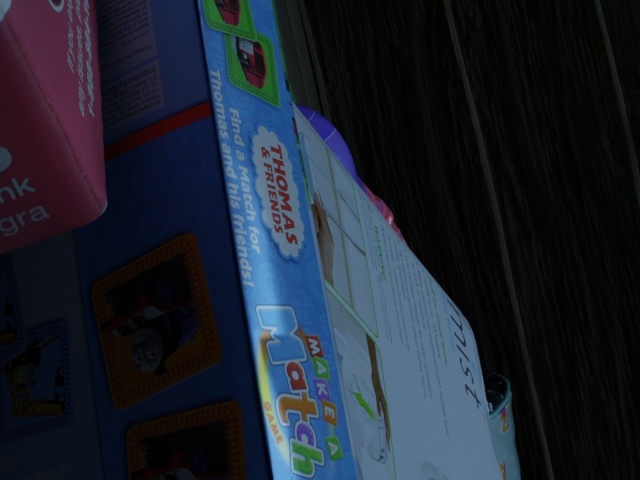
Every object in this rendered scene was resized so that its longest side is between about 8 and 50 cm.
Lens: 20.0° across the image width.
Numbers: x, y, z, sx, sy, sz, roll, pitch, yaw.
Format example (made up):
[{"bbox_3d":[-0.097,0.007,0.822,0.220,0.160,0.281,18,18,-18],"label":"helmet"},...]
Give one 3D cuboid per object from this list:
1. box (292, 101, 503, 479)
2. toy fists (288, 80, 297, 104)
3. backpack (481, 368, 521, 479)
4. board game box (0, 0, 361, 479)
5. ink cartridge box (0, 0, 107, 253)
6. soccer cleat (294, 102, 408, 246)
[{"bbox_3d":[-0.026,0.089,0.628,0.231,0.126,0.262,49,25,-45],"label":"box"},{"bbox_3d":[-0.050,-0.035,1.161,0.142,0.096,0.279,-98,172,-52],"label":"toy fists"},{"bbox_3d":[0.013,0.129,0.937,0.166,0.188,0.144,-60,137,-83],"label":"backpack"},{"bbox_3d":[-0.066,0.053,0.447,0.039,0.160,0.212,19,55,-51],"label":"board game box"},{"bbox_3d":[-0.139,-0.150,0.352,0.283,0.117,0.207,72,8,-51],"label":"ink cartridge box"},{"bbox_3d":[0.000,0.000,0.976,0.318,0.116,0.109,105,-31,-69],"label":"soccer cleat"}]
